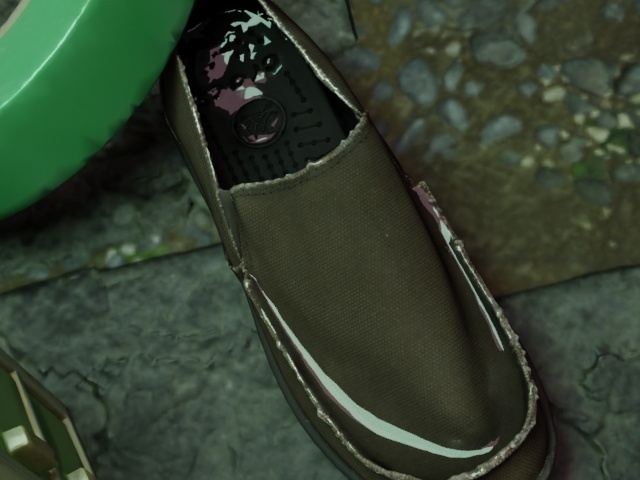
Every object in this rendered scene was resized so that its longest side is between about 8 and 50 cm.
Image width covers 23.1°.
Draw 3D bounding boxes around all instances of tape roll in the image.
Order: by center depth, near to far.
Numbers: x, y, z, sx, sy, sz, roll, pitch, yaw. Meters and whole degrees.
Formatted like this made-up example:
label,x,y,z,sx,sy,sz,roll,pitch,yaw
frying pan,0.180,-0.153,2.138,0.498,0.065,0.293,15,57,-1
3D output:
label,x,y,z,sx,sy,sz,roll,pitch,yaw
tape roll,-0.220,-0.161,0.952,0.321,0.077,0.321,-15,59,26

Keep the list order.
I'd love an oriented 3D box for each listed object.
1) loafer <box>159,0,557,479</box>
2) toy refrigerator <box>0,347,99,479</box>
label,x,y,z,sx,sy,sz,roll,pitch,yaw
loafer,0.000,0.000,0.886,0.134,0.130,0.366,-34,68,-4
toy refrigerator,-0.185,0.108,0.798,0.094,0.269,0.102,-27,67,-2
